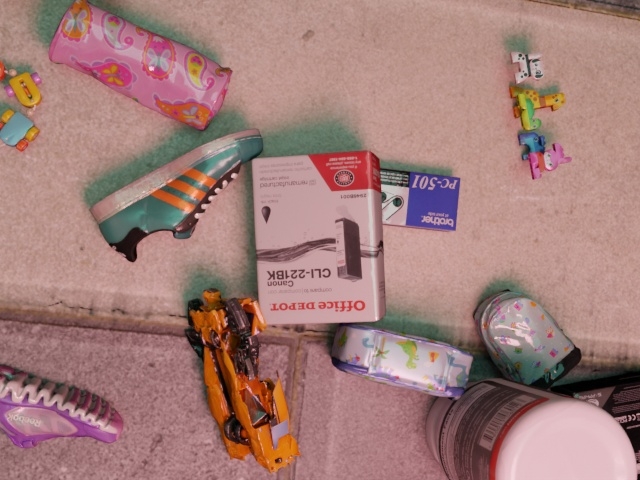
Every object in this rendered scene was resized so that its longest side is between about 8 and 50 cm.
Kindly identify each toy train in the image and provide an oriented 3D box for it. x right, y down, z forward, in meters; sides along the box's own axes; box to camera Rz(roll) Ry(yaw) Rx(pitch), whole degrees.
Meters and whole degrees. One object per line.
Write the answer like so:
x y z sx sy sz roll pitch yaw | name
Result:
-0.507 -0.218 1.281 0.125 0.046 0.166 -2 85 -10 | toy train

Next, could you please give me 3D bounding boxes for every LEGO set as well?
0.401 -0.227 1.440 0.093 0.087 0.227 -11 90 3 | LEGO set

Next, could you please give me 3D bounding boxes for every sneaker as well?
-0.213 -0.073 1.307 0.302 0.108 0.121 -29 95 -3 | sneaker
-0.431 0.280 1.258 0.237 0.095 0.104 20 91 -5 | sneaker

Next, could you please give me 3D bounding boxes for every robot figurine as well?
-0.128 0.212 1.273 0.085 0.211 0.290 -17 96 -34 | robot figurine

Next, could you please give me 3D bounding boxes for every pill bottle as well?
0.306 0.329 1.262 0.210 0.363 0.210 1 87 -11 | pill bottle

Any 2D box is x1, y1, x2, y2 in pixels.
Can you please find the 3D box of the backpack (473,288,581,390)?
0.357 0.169 1.406 0.152 0.115 0.182 -39 93 -8 | backpack

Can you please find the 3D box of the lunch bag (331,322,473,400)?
0.130 0.196 1.328 0.219 0.176 0.090 14 85 -7 | lunch bag

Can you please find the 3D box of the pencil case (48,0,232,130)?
-0.287 -0.284 1.291 0.284 0.124 0.124 24 83 -9 | pencil case

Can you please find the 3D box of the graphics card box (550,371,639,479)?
0.559 0.431 1.448 0.233 0.094 0.370 -8 91 -11 | graphics card box

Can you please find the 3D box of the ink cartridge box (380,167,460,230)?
0.137 -0.073 1.404 0.207 0.046 0.097 6 88 -11 | ink cartridge box

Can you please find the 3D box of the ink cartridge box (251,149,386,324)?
0.000 0.000 1.309 0.197 0.114 0.272 -3 89 11 | ink cartridge box
